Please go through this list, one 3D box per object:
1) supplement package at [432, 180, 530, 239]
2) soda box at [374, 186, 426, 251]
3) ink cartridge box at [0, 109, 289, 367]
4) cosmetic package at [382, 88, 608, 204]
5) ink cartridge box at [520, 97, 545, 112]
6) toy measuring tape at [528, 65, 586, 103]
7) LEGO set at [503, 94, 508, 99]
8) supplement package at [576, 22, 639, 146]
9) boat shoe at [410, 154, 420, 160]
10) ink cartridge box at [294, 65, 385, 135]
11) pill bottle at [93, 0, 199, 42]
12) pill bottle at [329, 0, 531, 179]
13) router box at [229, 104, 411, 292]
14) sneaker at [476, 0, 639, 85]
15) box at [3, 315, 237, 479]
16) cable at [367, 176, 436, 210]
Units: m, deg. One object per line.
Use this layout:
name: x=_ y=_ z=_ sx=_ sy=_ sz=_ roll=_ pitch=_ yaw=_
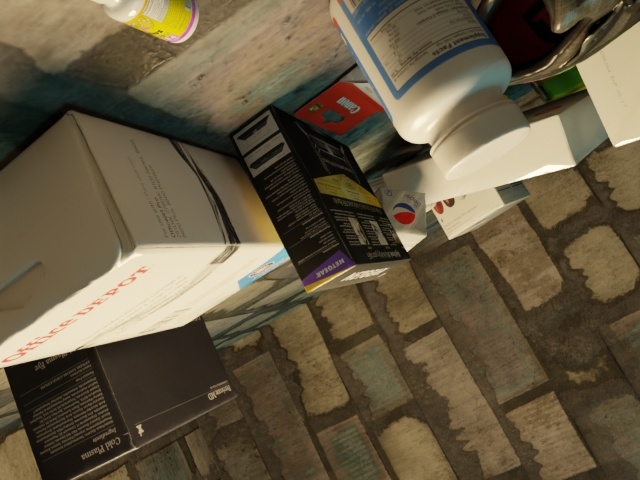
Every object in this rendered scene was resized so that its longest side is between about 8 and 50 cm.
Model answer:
supplement package: x=0.399 y=-0.146 z=1.366 sx=0.149 sy=0.203 sz=0.194 roll=-17 pitch=164 yaw=-42
soda box: x=0.124 y=-0.009 z=1.075 sx=0.098 sy=0.091 sz=0.286 roll=6 pitch=160 yaw=-11
ink cartridge box: x=-0.238 y=0.012 z=0.682 sx=0.285 sy=0.166 sz=0.395 roll=-32 pitch=169 yaw=18
cosmetic package: x=0.353 y=-0.180 z=1.014 sx=0.284 sy=0.098 sz=0.377 roll=-33 pitch=-167 yaw=-39
ink cartridge box: x=0.646 y=-0.323 z=1.245 sx=0.332 sy=0.165 sz=0.065 roll=-27 pitch=140 yaw=5
toy measuring tape: x=0.513 y=-0.335 z=1.075 sx=0.121 sy=0.121 sz=0.330 roll=-34 pitch=156 yaw=29
LEGO set: x=0.287 y=-0.254 z=0.928 sx=0.093 sy=0.087 sz=0.227 roll=-31 pitch=169 yaw=18
supplement package: x=0.546 y=-0.307 z=0.779 sx=0.262 sy=0.199 sz=0.198 roll=-36 pitch=-170 yaw=-37
boat shoe: x=0.228 y=-0.178 z=1.244 sx=0.042 sy=0.049 sz=0.133 roll=2 pitch=172 yaw=-5
ink cartridge box: x=0.102 y=-0.216 z=0.754 sx=0.232 sy=0.066 sz=0.189 roll=-36 pitch=166 yaw=20
pill bottle: x=-0.134 y=-0.181 z=0.384 sx=0.043 sy=0.043 sz=0.083 roll=-33 pitch=167 yaw=26
pill bottle: x=0.110 y=-0.177 z=0.513 sx=0.124 sy=0.222 sz=0.124 roll=-26 pitch=169 yaw=-5
router box: x=0.017 y=-0.054 z=0.794 sx=0.081 sy=0.243 sz=0.309 roll=-32 pitch=167 yaw=19
sneaker: x=0.310 y=-0.298 z=0.498 sx=0.202 sy=0.185 sz=0.483 roll=-36 pitch=173 yaw=-28
box: x=-0.353 y=0.210 z=0.922 sx=0.178 sy=0.313 sz=0.343 roll=-30 pitch=168 yaw=12
cable: x=0.149 y=-0.084 z=1.245 sx=0.257 sy=0.089 sz=0.257 roll=-24 pitch=167 yaw=33
